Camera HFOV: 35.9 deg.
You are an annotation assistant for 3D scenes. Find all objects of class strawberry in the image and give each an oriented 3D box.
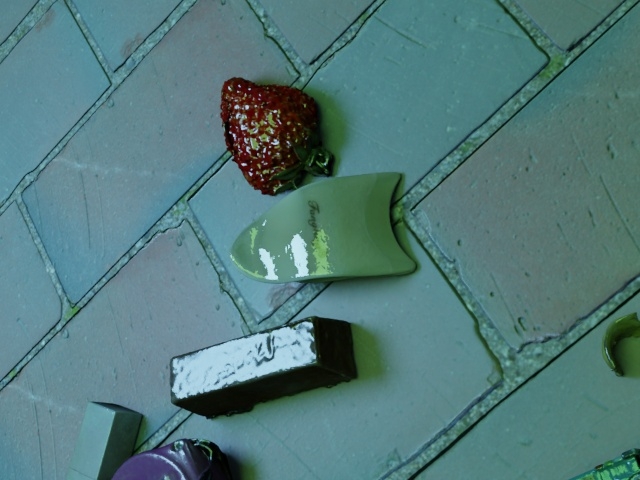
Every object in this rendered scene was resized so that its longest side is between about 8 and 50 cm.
[{"bbox_3d":[-0.101,-0.193,1.705,0.286,0.106,0.188,41,100,34],"label":"strawberry"}]

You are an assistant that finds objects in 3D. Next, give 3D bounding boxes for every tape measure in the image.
[{"bbox_3d":[-0.236,0.445,1.607,0.245,0.149,0.232,-40,62,19],"label":"tape measure"}]

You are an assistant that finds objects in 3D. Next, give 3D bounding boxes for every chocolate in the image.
[{"bbox_3d":[-0.107,0.207,1.606,0.321,0.112,0.112,-18,66,28],"label":"chocolate"}]

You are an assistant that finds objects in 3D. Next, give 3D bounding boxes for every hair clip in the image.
[{"bbox_3d":[-0.004,-0.005,1.590,0.282,0.113,0.173,-17,69,28],"label":"hair clip"}]

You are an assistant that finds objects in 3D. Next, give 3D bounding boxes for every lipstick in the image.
[{"bbox_3d":[-0.415,0.478,1.762,0.079,0.076,0.372,11,84,35],"label":"lipstick"}]

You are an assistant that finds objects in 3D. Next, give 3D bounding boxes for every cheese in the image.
[{"bbox_3d":[0.401,0.135,1.325,0.041,0.060,0.084,27,87,36],"label":"cheese"}]

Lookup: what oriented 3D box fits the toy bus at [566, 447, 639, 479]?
[{"bbox_3d":[0.404,0.399,1.213,0.147,0.128,0.256,-31,61,26],"label":"toy bus"}]
